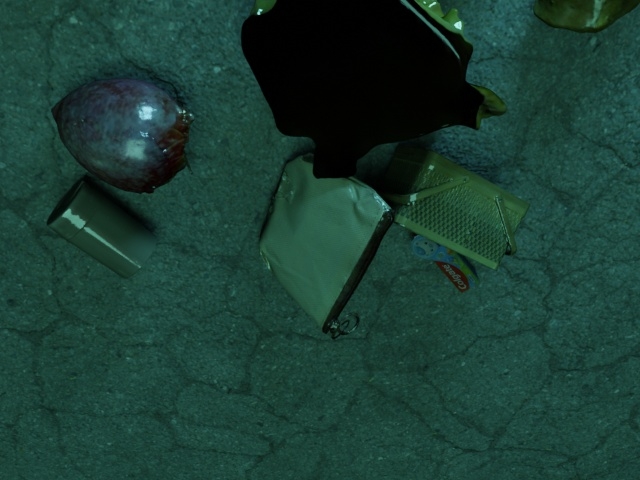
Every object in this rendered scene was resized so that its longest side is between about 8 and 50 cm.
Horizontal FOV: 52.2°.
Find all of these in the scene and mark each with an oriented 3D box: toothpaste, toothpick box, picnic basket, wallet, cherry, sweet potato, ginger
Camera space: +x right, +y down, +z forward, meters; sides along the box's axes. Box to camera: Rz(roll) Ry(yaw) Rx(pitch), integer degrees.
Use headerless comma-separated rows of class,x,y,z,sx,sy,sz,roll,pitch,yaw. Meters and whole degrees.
toothpaste,0.258,0.036,1.386,0.070,0.044,0.193,-33,120,19
toothpick box,-0.419,-0.020,1.257,0.111,0.111,0.180,-37,120,20
picnic basket,0.238,-0.061,1.221,0.266,0.165,0.139,24,94,-20
wallet,-0.001,0.002,1.244,0.274,0.068,0.335,40,128,22
cherry,-0.343,-0.184,1.120,0.249,0.175,0.192,21,149,-2
sweet potato,0.466,-0.491,0.979,0.157,0.158,0.370,14,123,-13
ginger,0.077,-0.297,1.076,0.413,0.211,0.358,42,131,-19
